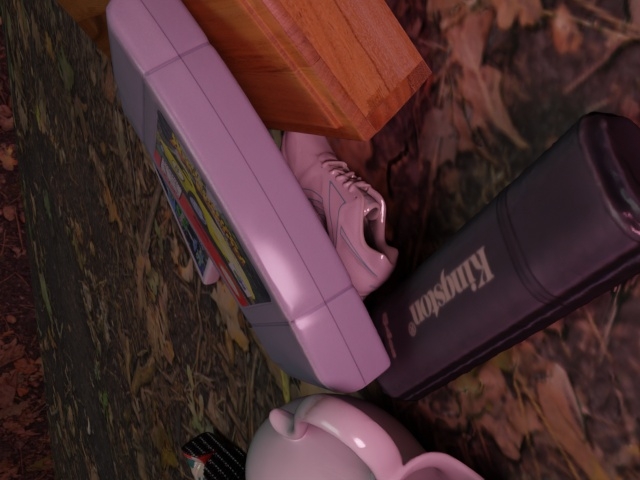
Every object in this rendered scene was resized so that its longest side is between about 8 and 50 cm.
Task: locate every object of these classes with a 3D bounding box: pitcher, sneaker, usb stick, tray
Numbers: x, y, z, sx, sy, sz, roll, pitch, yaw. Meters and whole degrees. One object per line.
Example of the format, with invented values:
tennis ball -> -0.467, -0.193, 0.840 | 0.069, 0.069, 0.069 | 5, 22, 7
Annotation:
pitcher -> 0.015, 0.161, 0.546 | 0.177, 0.125, 0.207 | 53, 155, -19
sneaker -> 0.018, -0.032, 0.583 | 0.061, 0.054, 0.152 | -38, 69, 44
sneaker -> -0.123, 0.304, 0.978 | 0.161, 0.057, 0.075 | 13, 128, 59
usb stick -> 0.097, 0.027, 0.451 | 0.077, 0.045, 0.278 | 68, 151, 18
tray -> -0.108, -0.186, 0.615 | 0.203, 0.076, 0.411 | 49, 166, -28

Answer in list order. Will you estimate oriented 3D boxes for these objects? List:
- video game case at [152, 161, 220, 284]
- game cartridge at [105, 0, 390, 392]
video game case -> -0.146, -0.079, 0.898 | 0.201, 0.023, 0.183 | 62, 148, 27
game cartridge -> -0.061, -0.027, 0.545 | 0.294, 0.060, 0.196 | 59, 162, 0
